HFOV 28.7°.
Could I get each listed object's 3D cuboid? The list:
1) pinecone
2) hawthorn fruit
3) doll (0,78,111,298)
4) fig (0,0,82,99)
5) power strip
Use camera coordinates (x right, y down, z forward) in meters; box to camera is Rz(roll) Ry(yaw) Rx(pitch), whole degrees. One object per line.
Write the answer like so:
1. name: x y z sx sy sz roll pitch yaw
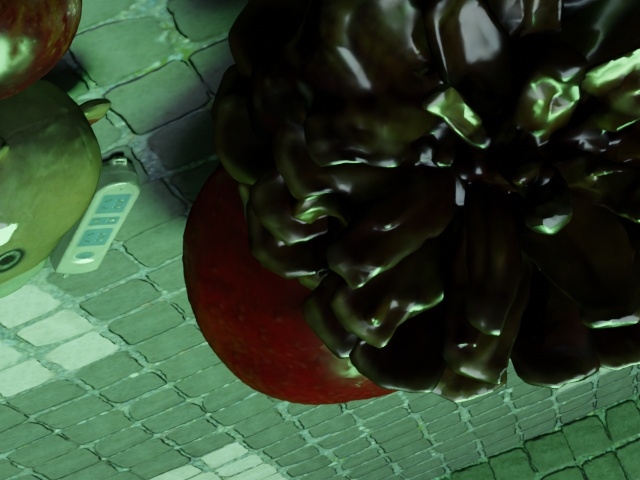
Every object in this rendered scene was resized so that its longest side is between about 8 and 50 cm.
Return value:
1. pinecone: 0.130 -0.070 0.891 0.397 0.398 0.398 -18 155 -9
2. hawthorn fruit: 0.000 0.000 1.144 0.265 0.265 0.307 -20 137 -4
3. doll: -0.311 -0.016 0.965 0.330 0.174 0.235 -30 -176 22
4. fig: -0.248 -0.153 0.755 0.207 0.175 0.175 -22 160 38
5. power strip: -0.216 -0.016 1.185 0.047 0.030 0.191 -4 149 -32
